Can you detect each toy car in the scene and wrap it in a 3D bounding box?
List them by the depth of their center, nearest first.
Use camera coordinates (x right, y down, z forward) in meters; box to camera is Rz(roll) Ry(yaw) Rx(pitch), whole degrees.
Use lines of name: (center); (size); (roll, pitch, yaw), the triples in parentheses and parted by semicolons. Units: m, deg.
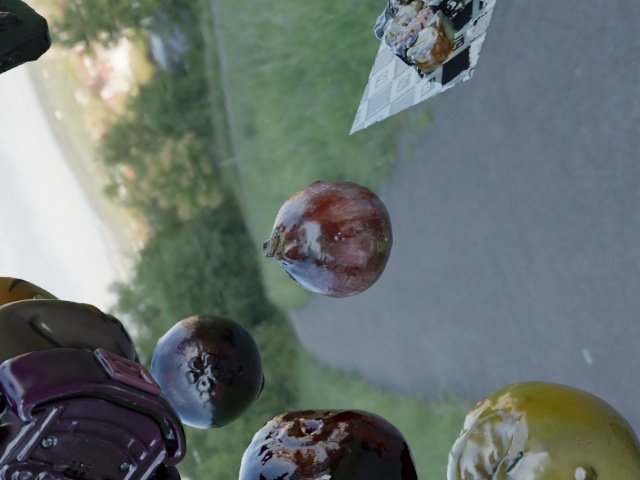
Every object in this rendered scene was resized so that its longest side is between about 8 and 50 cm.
toy car: (-0.297, 0.197, 0.996); (0.240, 0.341, 0.271); (41, -176, 42)

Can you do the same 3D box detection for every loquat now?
loquat: (0.272, 0.282, 1.318); (0.244, 0.244, 0.244); (158, 90, -80)

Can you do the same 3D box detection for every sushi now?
sushi: (0.169, -0.377, 1.935); (0.069, 0.339, 0.320); (35, 148, -26)

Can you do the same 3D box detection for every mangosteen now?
mangosteen: (-0.193, 0.224, 1.915); (0.210, 0.210, 0.210); (158, 90, -80)

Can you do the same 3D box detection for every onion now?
onion: (0.000, 0.000, 1.434); (0.159, 0.195, 0.159); (5, 98, 40)

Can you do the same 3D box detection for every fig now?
fig: (0.019, 0.313, 1.248); (0.186, 0.204, 0.249); (-48, -55, -63)

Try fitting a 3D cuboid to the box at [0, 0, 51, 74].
box: (-0.616, -0.297, 1.621); (0.359, 0.350, 0.091); (35, 145, 34)
